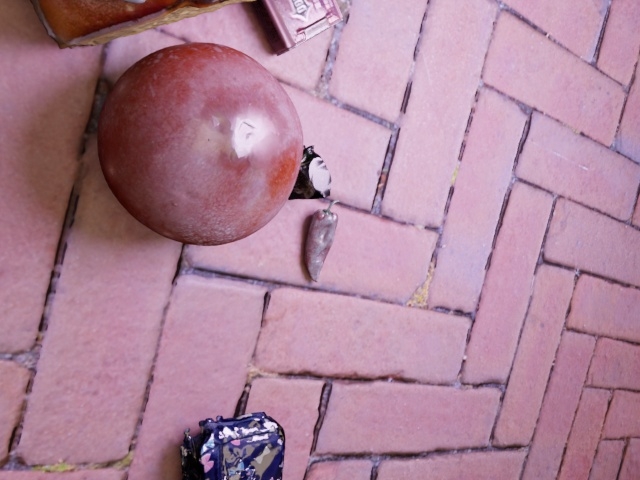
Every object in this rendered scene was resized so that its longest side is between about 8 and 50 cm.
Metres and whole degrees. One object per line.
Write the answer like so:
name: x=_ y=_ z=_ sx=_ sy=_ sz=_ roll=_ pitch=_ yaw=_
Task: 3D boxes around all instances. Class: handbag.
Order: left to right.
handbag: x=-0.150 y=0.411 z=0.831 sx=0.162 sy=0.113 sz=0.260 roll=-3 pitch=100 yaw=-36

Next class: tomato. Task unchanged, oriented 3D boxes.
tomato: x=-0.149 y=-0.125 z=0.664 sx=0.270 sy=0.227 sz=0.270 roll=-5 pitch=99 yaw=-31

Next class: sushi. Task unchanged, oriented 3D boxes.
sushi: x=-0.025 y=-0.111 z=0.820 sx=0.056 sy=0.083 sz=0.084 roll=-27 pitch=113 yaw=-22

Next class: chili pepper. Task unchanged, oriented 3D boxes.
chili pepper: x=0.000 y=-0.001 z=0.881 sx=0.050 sy=0.041 sz=0.153 roll=10 pitch=111 yaw=-11

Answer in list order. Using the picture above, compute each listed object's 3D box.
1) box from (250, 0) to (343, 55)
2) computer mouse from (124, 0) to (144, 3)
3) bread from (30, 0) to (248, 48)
box: x=-0.065 y=-0.409 z=0.750 sx=0.120 sy=0.069 sz=0.224 roll=-38 pitch=115 yaw=-18
computer mouse: x=-0.185 y=-0.358 z=0.498 sx=0.128 sy=0.079 sz=0.231 roll=32 pitch=115 yaw=-26
bread: x=-0.216 y=-0.430 z=0.583 sx=0.324 sy=0.143 sz=0.332 roll=-21 pitch=110 yaw=-7
